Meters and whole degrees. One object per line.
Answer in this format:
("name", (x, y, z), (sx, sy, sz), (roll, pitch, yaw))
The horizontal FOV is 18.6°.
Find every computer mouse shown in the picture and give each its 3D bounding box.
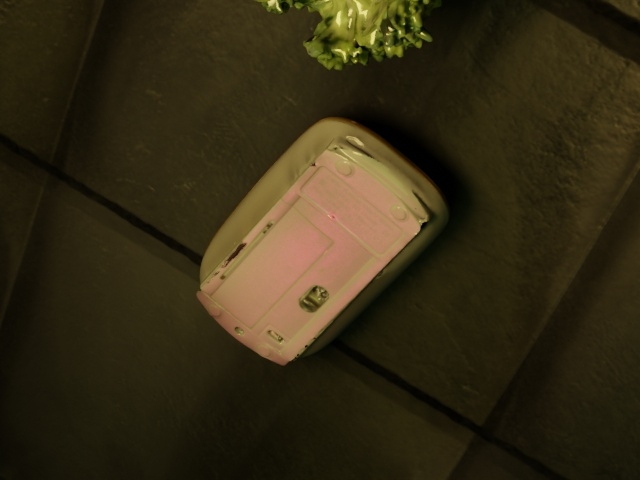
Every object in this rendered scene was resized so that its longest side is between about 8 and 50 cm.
("computer mouse", (0.000, 0.000, 1.823), (0.158, 0.072, 0.310), (39, 135, -4))

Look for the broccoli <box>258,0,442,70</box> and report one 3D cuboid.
("broccoli", (0.006, -0.277, 1.502), (0.288, 0.260, 0.235), (41, 97, -9))
